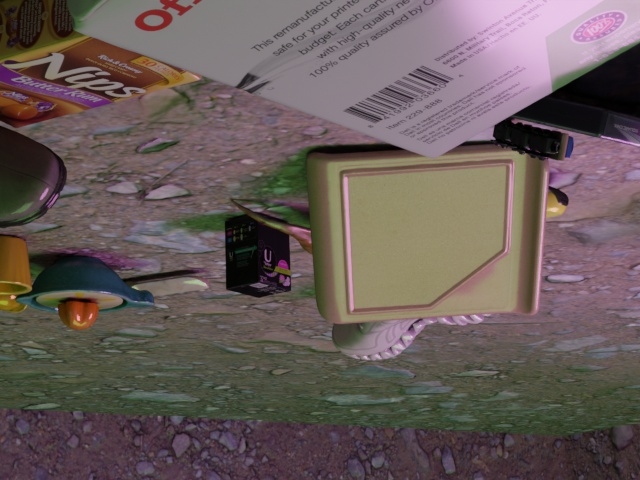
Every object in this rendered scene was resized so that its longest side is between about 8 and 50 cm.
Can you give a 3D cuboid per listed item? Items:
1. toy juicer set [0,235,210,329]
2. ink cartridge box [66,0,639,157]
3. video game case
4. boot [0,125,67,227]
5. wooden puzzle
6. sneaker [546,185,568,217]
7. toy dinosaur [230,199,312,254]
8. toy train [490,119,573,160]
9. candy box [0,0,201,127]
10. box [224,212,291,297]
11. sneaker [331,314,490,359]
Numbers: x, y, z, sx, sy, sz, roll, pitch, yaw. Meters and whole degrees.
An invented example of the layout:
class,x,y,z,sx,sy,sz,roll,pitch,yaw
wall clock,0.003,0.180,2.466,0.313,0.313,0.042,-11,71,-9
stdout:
class,x,y,z,sx,sy,sz,roll,pitch,yaw
toy juicer set,-0.334,0.078,1.653,0.329,0.089,0.209,12,159,-42
ink cartridge box,0.036,-0.168,0.685,0.211,0.121,0.289,-28,151,36
video game case,0.270,-0.090,1.070,0.274,0.026,0.196,9,-172,-32
boot,-0.327,-0.087,0.960,0.247,0.083,0.161,19,168,9
wooden puzzle,0.109,-0.008,1.310,0.239,0.044,0.221,-1,129,4
sneaker,0.177,-0.008,1.383,0.209,0.094,0.081,-16,158,37
toy dinosaur,0.000,0.000,1.452,0.112,0.064,0.211,-8,163,26
toy train,0.186,-0.087,1.110,0.036,0.027,0.158,9,-172,-10
candy box,-0.195,-0.139,0.948,0.187,0.053,0.109,-12,161,28
box,-0.072,0.018,1.467,0.052,0.083,0.062,-14,160,34
sneaker,0.102,0.080,1.702,0.118,0.110,0.292,19,147,-34
